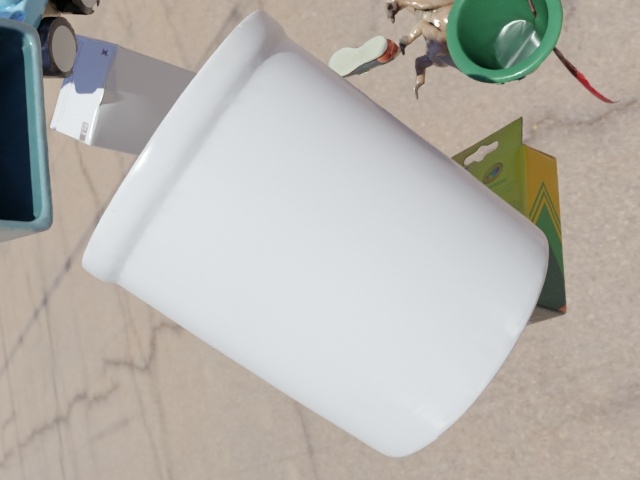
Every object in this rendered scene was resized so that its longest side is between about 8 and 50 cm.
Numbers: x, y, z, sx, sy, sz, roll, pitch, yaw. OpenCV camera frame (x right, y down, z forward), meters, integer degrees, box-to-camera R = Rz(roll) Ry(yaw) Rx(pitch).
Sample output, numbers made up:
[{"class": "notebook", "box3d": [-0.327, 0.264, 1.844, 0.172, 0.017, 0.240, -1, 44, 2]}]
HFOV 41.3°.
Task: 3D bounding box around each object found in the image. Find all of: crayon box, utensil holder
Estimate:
[{"class": "crayon box", "box3d": [0.289, -0.015, 1.374, 0.202, 0.081, 0.319, -28, 53, 52]}, {"class": "utensil holder", "box3d": [0.000, 0.000, 0.917, 0.328, 0.385, 0.327, -55, 7, 10]}]

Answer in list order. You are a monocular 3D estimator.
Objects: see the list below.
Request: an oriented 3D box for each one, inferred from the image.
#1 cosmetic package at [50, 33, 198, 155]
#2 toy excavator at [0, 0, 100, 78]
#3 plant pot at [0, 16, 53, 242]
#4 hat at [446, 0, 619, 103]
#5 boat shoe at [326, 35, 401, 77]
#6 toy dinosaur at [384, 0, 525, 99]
[{"class": "cosmetic package", "box3d": [-0.372, -0.292, 1.870, 0.156, 0.385, 0.217, 23, 97, 38]}, {"class": "toy excavator", "box3d": [-0.552, -0.543, 1.404, 0.445, 0.222, 0.433, 68, -151, -63]}, {"class": "plant pot", "box3d": [-0.481, -0.105, 0.958, 0.252, 0.247, 0.247, -19, 74, 44]}, {"class": "hat", "box3d": [0.309, -0.285, 1.281, 0.172, 0.183, 0.209, -26, 67, 26]}, {"class": "boat shoe", "box3d": [0.067, -0.293, 1.379, 0.137, 0.043, 0.049, -15, 73, 42]}, {"class": "toy dinosaur", "box3d": [0.220, -0.365, 1.407, 0.127, 0.200, 0.296, 24, -133, -80]}]
